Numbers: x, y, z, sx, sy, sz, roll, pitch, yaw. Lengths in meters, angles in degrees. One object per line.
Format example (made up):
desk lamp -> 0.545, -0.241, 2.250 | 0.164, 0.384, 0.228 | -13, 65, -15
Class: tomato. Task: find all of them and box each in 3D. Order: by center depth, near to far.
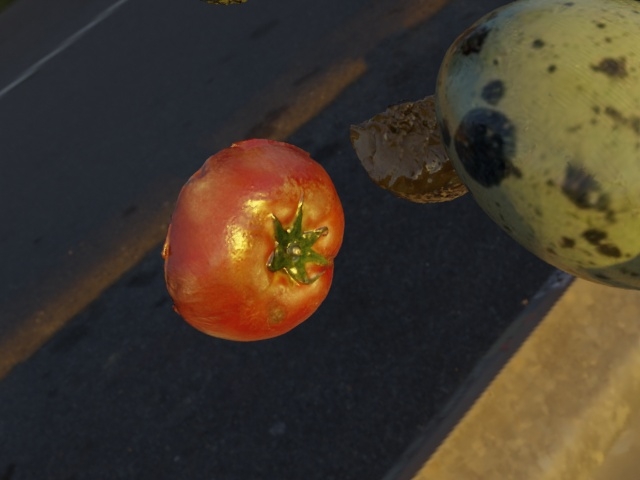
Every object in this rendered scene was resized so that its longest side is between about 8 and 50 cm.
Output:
tomato -> -0.054, 0.005, 0.942 | 0.085, 0.225, 0.225 | 24, 61, 44

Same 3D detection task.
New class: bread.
bread -> 0.172, -0.130, 1.342 | 0.229, 0.143, 0.139 | -18, 73, 12

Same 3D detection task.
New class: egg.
egg -> 0.296, -0.107, 0.962 | 0.379, 0.287, 0.287 | 26, 54, 10

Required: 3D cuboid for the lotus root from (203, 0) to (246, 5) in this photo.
lotus root -> -0.100, -0.450, 1.156 | 0.250, 0.250, 0.346 | -55, -3, -33
